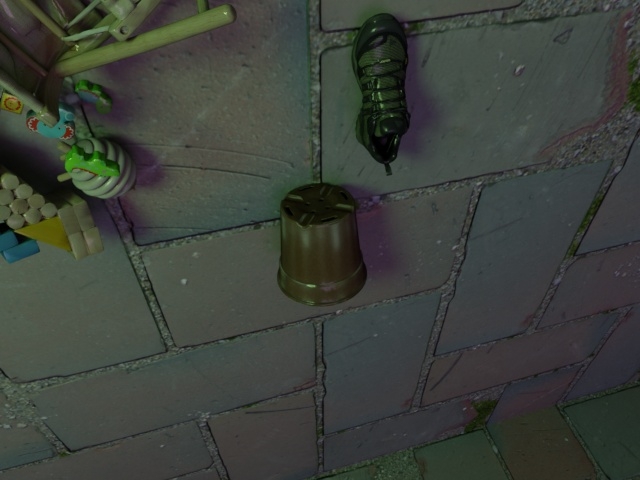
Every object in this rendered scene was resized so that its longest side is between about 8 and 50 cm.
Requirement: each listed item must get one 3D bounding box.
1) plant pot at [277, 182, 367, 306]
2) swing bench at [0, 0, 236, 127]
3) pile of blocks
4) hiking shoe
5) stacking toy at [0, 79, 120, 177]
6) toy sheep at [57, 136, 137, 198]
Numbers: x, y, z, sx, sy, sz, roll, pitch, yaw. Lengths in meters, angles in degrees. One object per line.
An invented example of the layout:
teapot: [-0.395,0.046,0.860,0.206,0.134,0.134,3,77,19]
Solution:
plant pot: [0.000,0.000,0.903,0.167,0.167,0.165,-12,130,-11]
swing bench: [-0.258,-0.283,0.474,0.255,0.165,0.253,-23,146,13]
pile of blocks: [-0.461,-0.062,0.659,0.148,0.113,0.362,-58,138,-7]
hiking shoe: [0.100,-0.208,0.751,0.086,0.114,0.226,-16,138,-7]
stacking toy: [-0.348,-0.148,0.591,0.221,0.166,0.052,14,128,-34]
toy sheep: [-0.309,-0.101,0.718,0.091,0.091,0.132,-34,155,14]
